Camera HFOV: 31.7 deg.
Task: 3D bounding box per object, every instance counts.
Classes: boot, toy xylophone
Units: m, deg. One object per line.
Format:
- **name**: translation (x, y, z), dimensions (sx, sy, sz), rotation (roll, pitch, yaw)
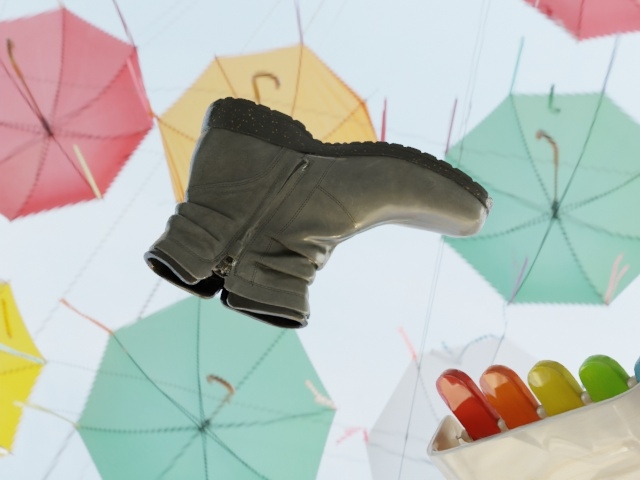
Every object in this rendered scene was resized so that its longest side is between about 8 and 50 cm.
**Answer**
- **boot**: translation (0.000, 0.000, 0.865), dimensions (0.246, 0.083, 0.161), rotation (16, -115, -3)
- **toy xylophone**: translation (0.232, 0.203, 0.957), dimensions (0.081, 0.322, 0.236), rotation (-43, -74, -41)
